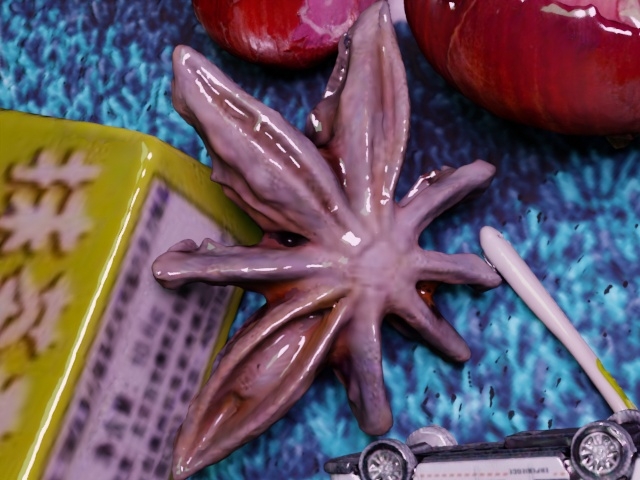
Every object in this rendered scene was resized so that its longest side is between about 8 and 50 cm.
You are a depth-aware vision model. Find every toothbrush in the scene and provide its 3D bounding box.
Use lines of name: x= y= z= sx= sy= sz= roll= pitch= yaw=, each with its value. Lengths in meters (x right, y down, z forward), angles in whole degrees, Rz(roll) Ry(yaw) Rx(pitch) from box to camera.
toothbrush: x=0.158 y=0.093 z=0.695 sx=0.026 sy=0.022 sz=0.263 roll=-42 pitch=62 yaw=15

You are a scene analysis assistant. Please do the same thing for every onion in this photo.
onion: x=0.165 y=-0.154 z=0.714 sx=0.248 sy=0.161 sz=0.248 roll=-1 pitch=61 yaw=3
onion: x=-0.022 y=-0.168 z=0.807 sx=0.131 sy=0.131 sz=0.131 roll=-7 pitch=67 yaw=16

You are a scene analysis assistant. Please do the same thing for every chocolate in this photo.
chocolate: x=-0.218 y=0.060 z=0.770 sx=0.289 sy=0.137 sz=0.301 roll=11 pitch=72 yaw=22

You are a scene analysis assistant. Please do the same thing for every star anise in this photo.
star anise: x=0.000 y=-0.005 z=0.724 sx=0.198 sy=0.110 sz=0.257 roll=-6 pitch=91 yaw=-15

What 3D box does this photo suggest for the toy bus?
toy bus: x=0.099 y=0.137 z=0.655 sx=0.194 sy=0.087 sz=0.089 roll=-8 pitch=85 yaw=24
